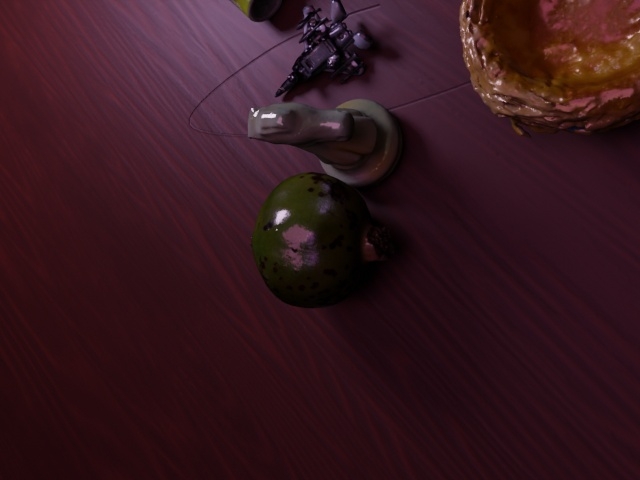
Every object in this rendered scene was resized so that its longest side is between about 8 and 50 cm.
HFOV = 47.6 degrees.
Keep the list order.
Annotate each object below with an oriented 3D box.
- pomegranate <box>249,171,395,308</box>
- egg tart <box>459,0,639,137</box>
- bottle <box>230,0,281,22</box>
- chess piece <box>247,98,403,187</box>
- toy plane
[{"bbox_3d":[0.000,0.000,1.339,0.271,0.254,0.254,-2,88,18],"label":"pomegranate"},{"bbox_3d":[0.411,-0.340,1.144,0.388,0.169,0.387,-3,85,28],"label":"egg tart"},{"bbox_3d":[-0.216,-0.595,1.548,0.330,0.093,0.093,46,110,22],"label":"bottle"},{"bbox_3d":[0.015,-0.190,1.293,0.176,0.298,0.175,-1,87,32],"label":"chess piece"},{"bbox_3d":[-0.015,-0.358,1.437,0.246,0.078,0.169,-37,100,27],"label":"toy plane"}]
